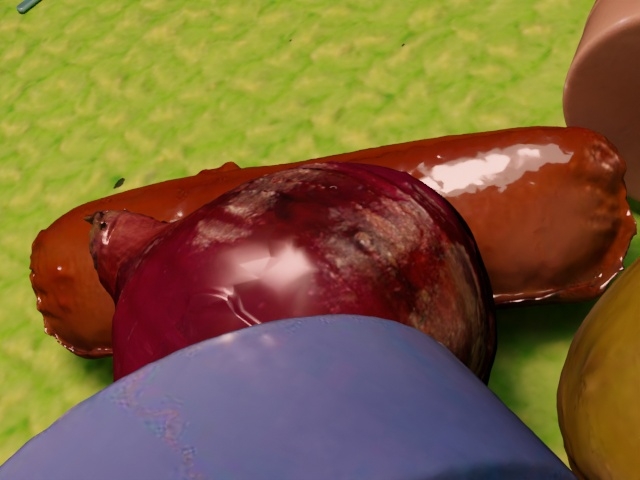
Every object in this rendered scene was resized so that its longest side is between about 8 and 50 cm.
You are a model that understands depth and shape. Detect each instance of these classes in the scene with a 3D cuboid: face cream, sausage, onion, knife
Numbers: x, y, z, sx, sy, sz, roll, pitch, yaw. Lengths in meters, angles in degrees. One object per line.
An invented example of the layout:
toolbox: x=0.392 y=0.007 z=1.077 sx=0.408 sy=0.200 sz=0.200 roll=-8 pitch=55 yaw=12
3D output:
face cream: x=0.015 y=0.183 z=0.361 sx=0.249 sy=0.249 sz=0.225 roll=-34 pitch=49 yaw=-12
sausage: x=0.000 y=0.000 z=0.637 sx=0.330 sy=0.102 sz=0.102 roll=-8 pitch=47 yaw=14
onion: x=-0.038 y=0.040 z=0.535 sx=0.218 sy=0.140 sz=0.195 roll=33 pitch=106 yaw=20
face cream: x=0.211 y=-0.094 z=0.611 sx=0.149 sy=0.149 sz=0.104 roll=9 pitch=52 yaw=26
knife: x=-0.217 y=-0.217 z=0.972 sx=0.014 sy=0.005 sz=0.091 roll=30 pitch=64 yaw=35

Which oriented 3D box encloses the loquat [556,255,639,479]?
loquat: x=0.215 y=0.059 z=0.437 sx=0.246 sy=0.213 sz=0.213 roll=-26 pitch=46 yaw=5
